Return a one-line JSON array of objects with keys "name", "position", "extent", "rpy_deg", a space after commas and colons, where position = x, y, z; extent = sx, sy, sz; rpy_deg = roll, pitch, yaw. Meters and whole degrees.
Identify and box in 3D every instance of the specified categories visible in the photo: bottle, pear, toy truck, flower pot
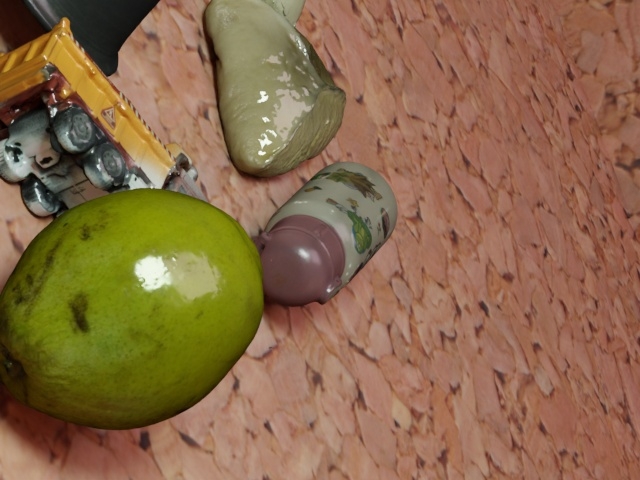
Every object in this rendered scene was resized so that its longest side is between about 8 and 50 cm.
[{"name": "bottle", "position": [0.000, 0.000, 2.239], "extent": [0.120, 0.120, 0.253], "rpy_deg": [63, 25, -11]}, {"name": "pear", "position": [-0.169, 0.060, 1.733], "extent": [0.269, 0.212, 0.212], "rpy_deg": [-31, 99, -39]}, {"name": "toy truck", "position": [-0.211, -0.069, 1.879], "extent": [0.270, 0.114, 0.135], "rpy_deg": [52, 34, -28]}, {"name": "flower pot", "position": [-0.218, -0.295, 1.931], "extent": [0.235, 0.148, 0.235], "rpy_deg": [53, 13, -18]}]

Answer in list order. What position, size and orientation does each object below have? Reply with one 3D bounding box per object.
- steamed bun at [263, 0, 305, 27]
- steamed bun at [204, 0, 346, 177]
[{"name": "steamed bun", "position": [-0.064, -0.315, 2.394], "extent": [0.130, 0.091, 0.112], "rpy_deg": [53, 27, -30]}, {"name": "steamed bun", "position": [-0.036, -0.180, 2.327], "extent": [0.212, 0.110, 0.231], "rpy_deg": [16, 58, -60]}]
